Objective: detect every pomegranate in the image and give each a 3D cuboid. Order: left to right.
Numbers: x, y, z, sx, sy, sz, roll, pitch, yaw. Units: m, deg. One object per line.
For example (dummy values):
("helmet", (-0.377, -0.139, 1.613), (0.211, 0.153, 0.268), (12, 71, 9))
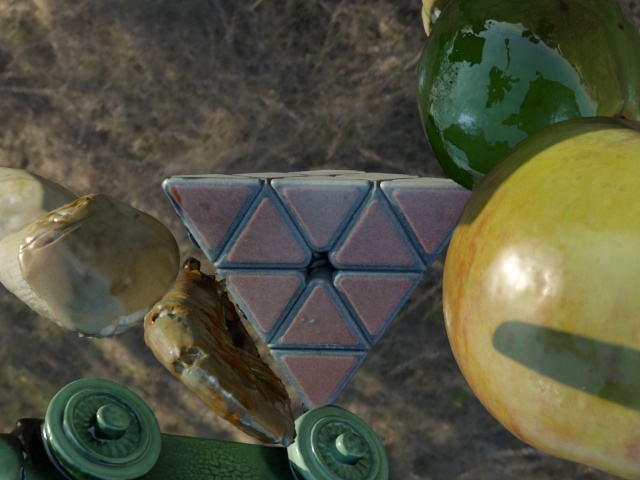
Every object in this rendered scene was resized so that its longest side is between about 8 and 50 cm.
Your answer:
("pomegranate", (0.172, -0.160, 0.962), (0.190, 0.240, 0.159), (-4, 134, 13))

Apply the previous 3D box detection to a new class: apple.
("apple", (0.195, 0.028, 0.704), (0.261, 0.261, 0.194), (18, 106, 25))

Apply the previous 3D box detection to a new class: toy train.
("toy train", (-0.092, 0.276, 0.994), (0.442, 0.272, 0.179), (13, 133, -31))

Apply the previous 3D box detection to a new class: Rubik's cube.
("Rubik's cube", (0.000, 0.002, 1.214), (0.228, 0.233, 0.229), (43, 158, 21))

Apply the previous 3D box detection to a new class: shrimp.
("shrimp", (-0.083, 0.082, 0.953), (0.154, 0.062, 0.294), (44, -173, -19))

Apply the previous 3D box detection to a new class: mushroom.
("mushroom", (-0.120, -0.007, 0.508), (0.059, 0.054, 0.202), (30, 178, -29))
